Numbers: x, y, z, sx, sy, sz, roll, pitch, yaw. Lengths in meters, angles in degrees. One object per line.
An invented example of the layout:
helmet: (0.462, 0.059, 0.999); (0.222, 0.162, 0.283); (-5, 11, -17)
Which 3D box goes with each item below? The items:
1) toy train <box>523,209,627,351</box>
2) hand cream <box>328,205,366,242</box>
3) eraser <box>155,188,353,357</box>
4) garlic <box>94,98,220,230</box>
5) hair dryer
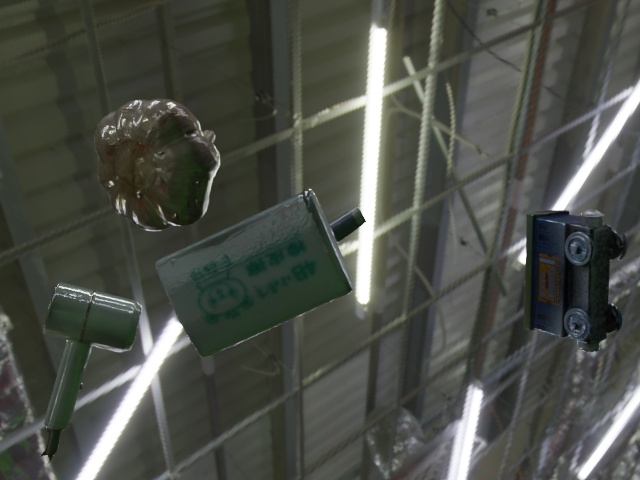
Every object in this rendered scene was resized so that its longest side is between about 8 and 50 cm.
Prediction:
toy train: (0.530, 0.078, 1.656); (0.131, 0.202, 0.299); (-7, -77, -29)
hand cream: (0.000, 0.000, 1.993); (0.255, 0.079, 0.048); (-34, -32, 0)
eraser: (-0.108, 0.056, 1.314); (0.290, 0.104, 0.189); (-25, -79, 6)
garlic: (-0.239, -0.130, 1.271); (0.212, 0.219, 0.218); (-33, -36, -58)
hair dryer: (-0.482, 0.272, 1.540); (0.173, 0.107, 0.357); (16, -87, -11)
